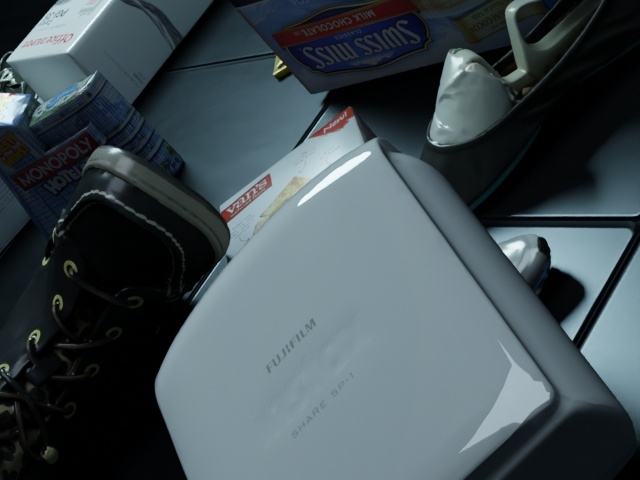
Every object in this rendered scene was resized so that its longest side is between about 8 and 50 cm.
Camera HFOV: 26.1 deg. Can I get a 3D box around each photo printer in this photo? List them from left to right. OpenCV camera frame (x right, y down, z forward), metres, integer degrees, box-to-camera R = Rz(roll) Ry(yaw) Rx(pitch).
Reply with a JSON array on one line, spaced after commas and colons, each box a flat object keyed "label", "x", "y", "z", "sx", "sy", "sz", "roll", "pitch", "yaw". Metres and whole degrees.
[{"label": "photo printer", "x": 0.023, "y": 0.093, "z": 0.867, "sx": 0.256, "sy": 0.107, "sz": 0.307, "roll": -47, "pitch": 40, "yaw": 15}]

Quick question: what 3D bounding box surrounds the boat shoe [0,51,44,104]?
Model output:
[{"label": "boat shoe", "x": -0.457, "y": -0.217, "z": 2.054, "sx": 0.078, "sy": 0.070, "sz": 0.219, "roll": -39, "pitch": 28, "yaw": 10}]

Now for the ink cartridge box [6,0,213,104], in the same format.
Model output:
[{"label": "ink cartridge box", "x": -0.266, "y": -0.308, "z": 1.877, "sx": 0.207, "sy": 0.117, "sz": 0.283, "roll": 4, "pitch": 54, "yaw": 55}]

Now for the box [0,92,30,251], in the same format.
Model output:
[{"label": "box", "x": -0.432, "y": -0.090, "z": 1.795, "sx": 0.182, "sy": 0.119, "sz": 0.181, "roll": -51, "pitch": 29, "yaw": -12}]

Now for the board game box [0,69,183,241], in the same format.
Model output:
[{"label": "board game box", "x": -0.290, "y": -0.101, "z": 1.543, "sx": 0.194, "sy": 0.194, "sz": 0.060, "roll": -25, "pitch": 33, "yaw": 33}]

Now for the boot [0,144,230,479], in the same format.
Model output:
[{"label": "boot", "x": -0.218, "y": 0.090, "z": 1.168, "sx": 0.284, "sy": 0.138, "sz": 0.377, "roll": -58, "pitch": 8, "yaw": -20}]

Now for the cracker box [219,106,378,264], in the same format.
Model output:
[{"label": "cracker box", "x": 0.000, "y": 0.000, "z": 1.158, "sx": 0.155, "sy": 0.067, "sz": 0.232, "roll": -37, "pitch": 28, "yaw": 12}]

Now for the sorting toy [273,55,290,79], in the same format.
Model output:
[{"label": "sorting toy", "x": 0.014, "y": -0.301, "z": 1.576, "sx": 0.132, "sy": 0.046, "sz": 0.274, "roll": -13, "pitch": 41, "yaw": 45}]

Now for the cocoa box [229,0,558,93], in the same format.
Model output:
[{"label": "cocoa box", "x": 0.083, "y": -0.315, "z": 1.306, "sx": 0.347, "sy": 0.228, "sz": 0.231, "roll": -7, "pitch": 44, "yaw": 48}]

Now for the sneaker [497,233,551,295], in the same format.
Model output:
[{"label": "sneaker", "x": 0.074, "y": 0.037, "z": 0.995, "sx": 0.190, "sy": 0.083, "sz": 0.071, "roll": -29, "pitch": 30, "yaw": 24}]

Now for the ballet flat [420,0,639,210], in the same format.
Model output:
[{"label": "ballet flat", "x": 0.157, "y": -0.137, "z": 1.107, "sx": 0.280, "sy": 0.096, "sz": 0.095, "roll": -45, "pitch": 28, "yaw": -2}]
